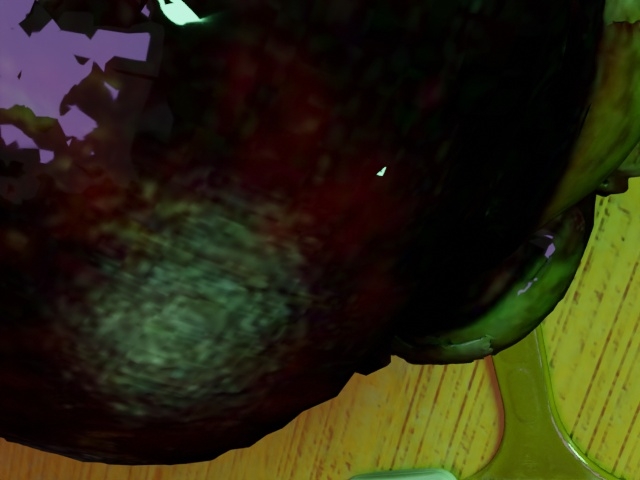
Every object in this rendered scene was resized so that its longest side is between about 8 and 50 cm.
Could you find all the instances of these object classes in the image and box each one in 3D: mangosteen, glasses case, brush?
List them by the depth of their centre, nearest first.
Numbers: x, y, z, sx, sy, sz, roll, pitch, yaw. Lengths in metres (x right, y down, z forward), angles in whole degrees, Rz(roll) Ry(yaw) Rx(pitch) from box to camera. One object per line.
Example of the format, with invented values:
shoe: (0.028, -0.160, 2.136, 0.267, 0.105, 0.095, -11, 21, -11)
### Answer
mangosteen: (-0.052, -0.098, 0.607, 0.381, 0.421, 0.381, 5, 98, 34)
brush: (0.115, 0.080, 0.803, 0.103, 0.013, 0.272, -6, 104, 33)
glasses case: (0.050, 0.159, 0.867, 0.083, 0.021, 0.032, -10, 100, 34)
